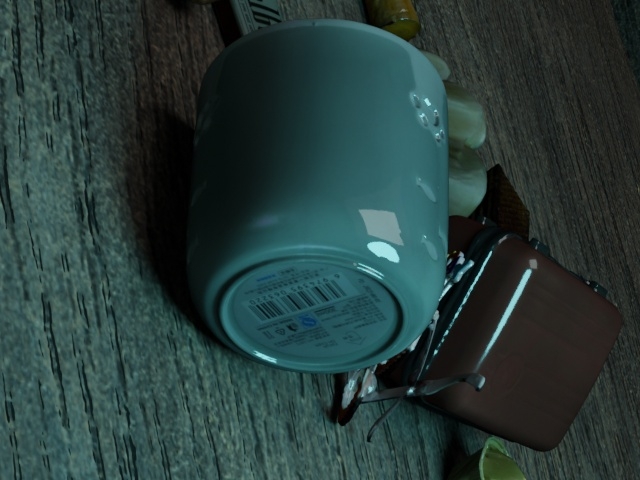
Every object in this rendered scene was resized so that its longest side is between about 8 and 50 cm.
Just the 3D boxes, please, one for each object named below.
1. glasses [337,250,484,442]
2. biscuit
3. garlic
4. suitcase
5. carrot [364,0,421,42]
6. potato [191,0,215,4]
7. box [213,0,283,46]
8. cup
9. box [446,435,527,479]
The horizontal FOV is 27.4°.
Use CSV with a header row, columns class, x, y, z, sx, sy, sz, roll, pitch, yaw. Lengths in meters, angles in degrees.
class,x,y,z,sx,sy,sz,roll,pitch,yaw
glasses,0.103,0.110,1.396,0.095,0.255,0.162,27,48,-14
biscuit,0.255,-0.002,1.940,0.106,0.070,0.252,53,29,-27
garlic,0.137,-0.145,1.780,0.325,0.132,0.279,18,62,-50
suitcase,0.217,0.117,1.589,0.297,0.161,0.236,29,89,-51
carrot,0.085,-0.390,1.955,0.072,0.072,0.205,19,46,-56
potato,-0.130,-0.335,1.460,0.112,0.112,0.147,15,49,-57
box,-0.082,-0.268,1.570,0.115,0.036,0.178,3,66,-62
cup,0.000,0.000,1.321,0.357,0.259,0.275,84,7,-49
box,0.223,0.327,1.582,0.177,0.111,0.111,59,27,-14
